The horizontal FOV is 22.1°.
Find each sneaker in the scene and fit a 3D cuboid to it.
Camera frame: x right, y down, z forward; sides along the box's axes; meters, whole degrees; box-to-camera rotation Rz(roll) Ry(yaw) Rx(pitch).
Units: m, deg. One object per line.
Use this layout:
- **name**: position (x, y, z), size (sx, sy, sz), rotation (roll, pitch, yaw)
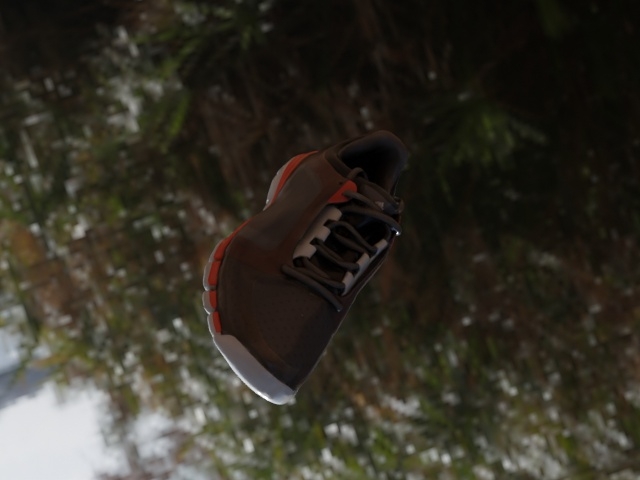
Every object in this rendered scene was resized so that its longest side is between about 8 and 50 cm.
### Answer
- **sneaker**: position (0.000, 0.000, 0.689), size (0.065, 0.061, 0.158), rotation (-33, -156, 34)
